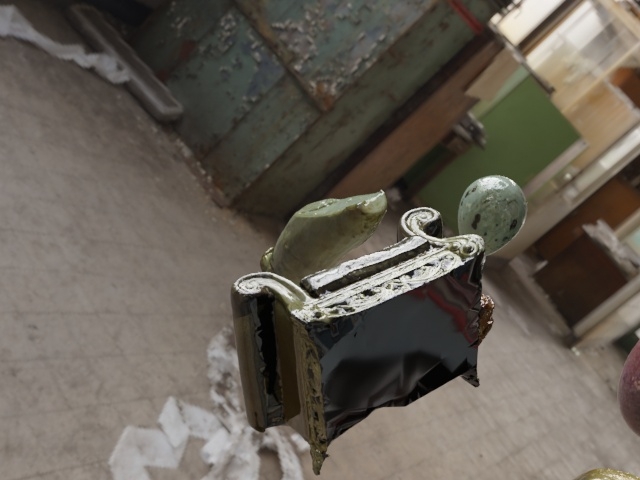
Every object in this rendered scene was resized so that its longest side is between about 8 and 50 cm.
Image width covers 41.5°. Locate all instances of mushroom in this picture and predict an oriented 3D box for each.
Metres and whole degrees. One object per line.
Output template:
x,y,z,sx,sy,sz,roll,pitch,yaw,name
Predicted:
-0.002,-0.003,1.262,0.087,0.333,0.107,-24,77,-31,mushroom

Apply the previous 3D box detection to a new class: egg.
0.328,-0.044,1.627,0.131,0.164,0.131,11,18,-3,egg

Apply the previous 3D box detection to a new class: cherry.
0.677,0.266,1.568,0.206,0.239,0.239,37,19,-41,cherry

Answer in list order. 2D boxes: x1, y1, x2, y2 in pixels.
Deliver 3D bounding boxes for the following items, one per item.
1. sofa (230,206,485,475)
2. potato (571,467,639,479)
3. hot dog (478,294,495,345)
0.034,0.083,0.890,0.182,0.258,0.200,39,-38,46,sofa
0.388,0.408,1.095,0.242,0.242,0.285,50,-1,10,potato
0.277,0.170,1.990,0.272,0.196,0.122,15,-35,45,hot dog
